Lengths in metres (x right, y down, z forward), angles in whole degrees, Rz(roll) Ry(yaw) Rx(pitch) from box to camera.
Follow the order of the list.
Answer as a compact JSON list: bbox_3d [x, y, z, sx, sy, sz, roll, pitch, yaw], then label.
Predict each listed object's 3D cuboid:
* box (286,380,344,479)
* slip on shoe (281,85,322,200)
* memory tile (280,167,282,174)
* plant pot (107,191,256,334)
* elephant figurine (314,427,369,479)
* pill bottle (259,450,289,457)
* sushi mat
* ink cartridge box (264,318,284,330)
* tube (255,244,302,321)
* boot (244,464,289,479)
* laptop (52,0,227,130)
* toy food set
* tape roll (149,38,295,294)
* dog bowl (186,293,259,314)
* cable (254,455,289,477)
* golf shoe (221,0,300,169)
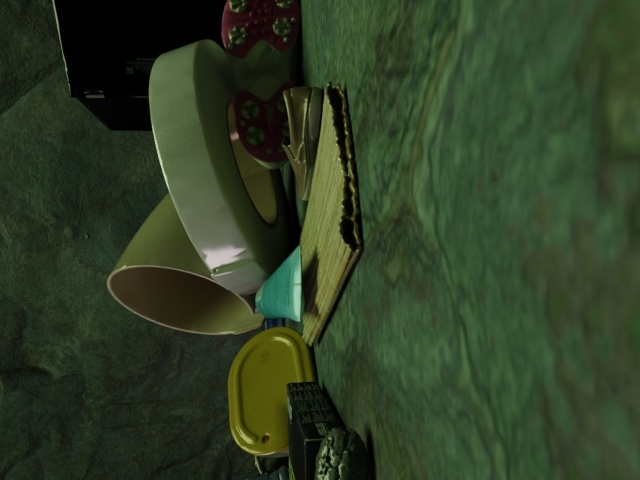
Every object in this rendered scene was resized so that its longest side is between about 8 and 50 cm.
[{"bbox_3d":[-0.006,0.256,0.542,0.191,0.045,0.183,-175,81,-82],"label":"box"},{"bbox_3d":[-0.023,-0.107,0.608,0.051,0.041,0.135,-96,9,-50],"label":"slip on shoe"},{"bbox_3d":[-0.101,-0.183,1.301,0.113,0.012,0.147,-101,11,-51],"label":"memory tile"},{"bbox_3d":[-0.219,-0.002,1.007,0.256,0.257,0.273,101,180,-58],"label":"plant pot"},{"bbox_3d":[-0.023,0.279,0.336,0.186,0.170,0.239,43,124,39],"label":"elephant figurine"},{"bbox_3d":[-0.070,0.233,0.827,0.094,0.094,0.169,97,169,-46],"label":"pill bottle"},{"bbox_3d":[0.000,0.000,0.552,0.316,0.019,0.151,105,163,-65],"label":"sushi mat"},{"bbox_3d":[-0.115,0.262,1.356,0.207,0.046,0.097,99,166,-52],"label":"ink cartridge box"},{"bbox_3d":[-0.044,0.063,0.657,0.207,0.052,0.080,137,128,-74],"label":"tube"},{"bbox_3d":[-0.043,0.391,0.794,0.190,0.086,0.069,56,-170,-46],"label":"boot"},{"bbox_3d":[-0.255,-0.358,1.021,0.236,0.383,0.407,-104,14,-57],"label":"laptop"},{"bbox_3d":[-0.055,0.193,0.734,0.071,0.128,0.217,52,-162,-41],"label":"toy food set"},{"bbox_3d":[-0.134,-0.108,0.837,0.392,0.072,0.391,-16,-90,-81],"label":"tape roll"},{"bbox_3d":[-0.204,0.050,1.155,0.104,0.265,0.264,99,168,-72],"label":"dog bowl"},{"bbox_3d":[-0.100,0.405,0.904,0.287,0.072,0.139,-67,-37,-64],"label":"cable"},{"bbox_3d":[-0.085,-0.253,0.814,0.140,0.116,0.305,116,153,-81],"label":"golf shoe"}]
